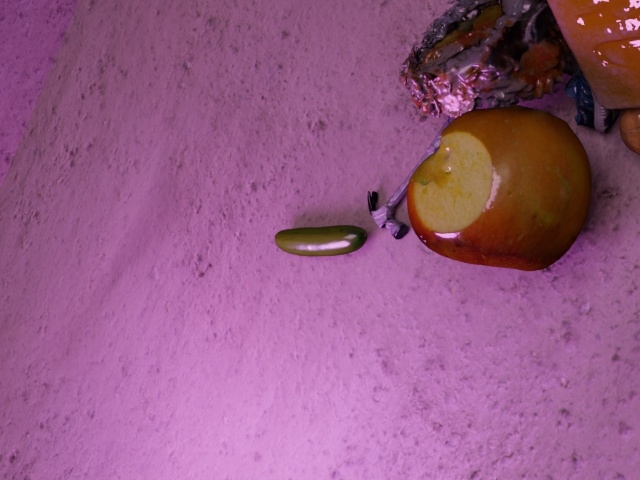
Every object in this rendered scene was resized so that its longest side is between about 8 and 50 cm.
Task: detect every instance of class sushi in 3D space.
[{"bbox_3d":[0.368,-0.430,1.747,0.418,0.175,0.417,-24,34,18],"label":"sushi"}]

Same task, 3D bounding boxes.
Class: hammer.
[{"bbox_3d":[0.275,-0.203,1.901,0.427,0.044,0.152,-51,56,14],"label":"hammer"}]

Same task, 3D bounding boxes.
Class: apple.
[{"bbox_3d":[0.375,-0.115,1.614,0.384,0.374,0.374,13,88,18],"label":"apple"}]

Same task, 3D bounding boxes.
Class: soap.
[{"bbox_3d":[0.593,-0.418,1.398,0.156,0.335,0.293,-44,25,-20],"label":"soap"}]

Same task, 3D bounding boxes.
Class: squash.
[{"bbox_3d":[0.002,0.002,2.018,0.293,0.082,0.082,-3,79,36],"label":"squash"}]

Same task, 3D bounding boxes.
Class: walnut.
[{"bbox_3d":[0.713,-0.245,1.536,0.197,0.165,0.165,-14,72,40],"label":"walnut"}]

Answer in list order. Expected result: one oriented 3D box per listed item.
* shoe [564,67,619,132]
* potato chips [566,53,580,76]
[{"bbox_3d":[0.577,-0.327,1.634,0.106,0.207,0.091,18,52,40],"label":"shoe"},{"bbox_3d":[0.620,-0.432,1.701,0.228,0.059,0.167,26,85,35],"label":"potato chips"}]
